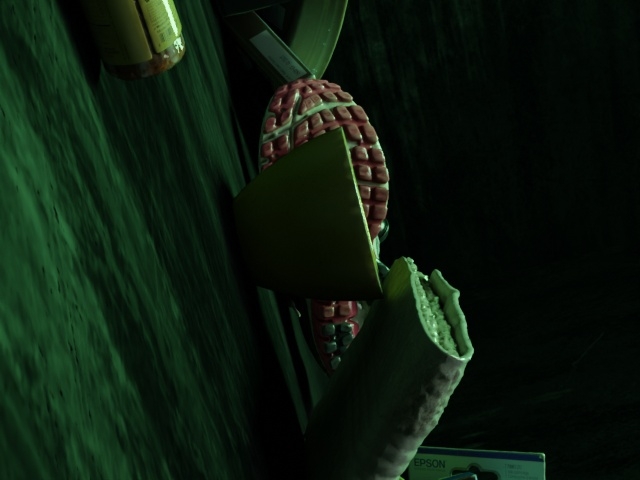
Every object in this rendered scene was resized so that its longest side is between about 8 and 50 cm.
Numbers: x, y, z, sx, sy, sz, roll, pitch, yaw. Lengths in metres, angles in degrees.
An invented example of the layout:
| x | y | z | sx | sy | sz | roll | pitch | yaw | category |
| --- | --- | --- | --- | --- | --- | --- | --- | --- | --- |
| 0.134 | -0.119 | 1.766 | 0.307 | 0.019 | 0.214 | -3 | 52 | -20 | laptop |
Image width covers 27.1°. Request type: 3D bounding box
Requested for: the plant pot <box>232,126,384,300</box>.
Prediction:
| x | y | z | sx | sy | sz | roll | pitch | yaw | category |
| --- | --- | --- | --- | --- | --- | --- | --- | --- | --- |
| -0.013 | -0.010 | 1.008 | 0.134 | 0.095 | 0.134 | -14 | 90 | -88 | plant pot |

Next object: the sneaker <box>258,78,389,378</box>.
| x | y | z | sx | sy | sz | roll | pitch | yaw | category |
| --- | --- | --- | --- | --- | --- | --- | --- | --- | --- |
| 0.000 | 0.000 | 1.229 | 0.112 | 0.120 | 0.299 | -170 | -112 | -70 | sneaker |

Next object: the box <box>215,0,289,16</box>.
| x | y | z | sx | sy | sz | roll | pitch | yaw | category |
| --- | --- | --- | --- | --- | --- | --- | --- | --- | --- |
| -0.114 | -0.457 | 1.219 | 0.395 | 0.097 | 0.318 | 73 | 5 | -53 | box |

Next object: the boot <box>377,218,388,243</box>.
| x | y | z | sx | sy | sz | roll | pitch | yaw | category |
| --- | --- | --- | --- | --- | --- | --- | --- | --- | --- |
| 0.008 | -0.029 | 1.331 | 0.099 | 0.121 | 0.045 | 82 | -4 | -48 | boot |

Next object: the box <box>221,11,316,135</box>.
| x | y | z | sx | sy | sz | roll | pitch | yaw | category |
| --- | --- | --- | --- | --- | --- | --- | --- | --- | --- |
| -0.030 | -0.118 | 1.355 | 0.136 | 0.036 | 0.225 | 50 | -13 | 38 | box |

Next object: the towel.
| x | y | z | sx | sy | sz | roll | pitch | yaw | category |
| --- | --- | --- | --- | --- | --- | --- | --- | --- | --- |
| 0.043 | 0.119 | 0.971 | 0.187 | 0.049 | 0.282 | -63 | -175 | 12 | towel |

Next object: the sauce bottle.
| x | y | z | sx | sy | sz | roll | pitch | yaw | category |
| --- | --- | --- | --- | --- | --- | --- | --- | --- | --- |
| -0.093 | -0.131 | 0.568 | 0.042 | 0.042 | 0.128 | -100 | 177 | -53 | sauce bottle |

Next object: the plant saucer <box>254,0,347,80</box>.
| x | y | z | sx | sy | sz | roll | pitch | yaw | category |
| --- | --- | --- | --- | --- | --- | --- | --- | --- | --- |
| -0.035 | -0.288 | 1.411 | 0.278 | 0.041 | 0.278 | -178 | -90 | -67 | plant saucer |

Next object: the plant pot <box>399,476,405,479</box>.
| x | y | z | sx | sy | sz | roll | pitch | yaw | category |
| --- | --- | --- | --- | --- | --- | --- | --- | --- | --- |
| 0.037 | 0.235 | 1.073 | 0.079 | 0.083 | 0.083 | -26 | 102 | -75 | plant pot |

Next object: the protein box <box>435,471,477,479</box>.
| x | y | z | sx | sy | sz | roll | pitch | yaw | category |
| --- | --- | --- | --- | --- | --- | --- | --- | --- | --- |
| 0.106 | 0.334 | 1.255 | 0.200 | 0.135 | 0.201 | 62 | 14 | -80 | protein box |

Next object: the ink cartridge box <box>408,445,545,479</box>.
| x | y | z | sx | sy | sz | roll | pitch | yaw | category |
| --- | --- | --- | --- | --- | --- | --- | --- | --- | --- |
| 0.175 | 0.380 | 1.384 | 0.065 | 0.165 | 0.333 | 1 | 89 | -57 | ink cartridge box |
